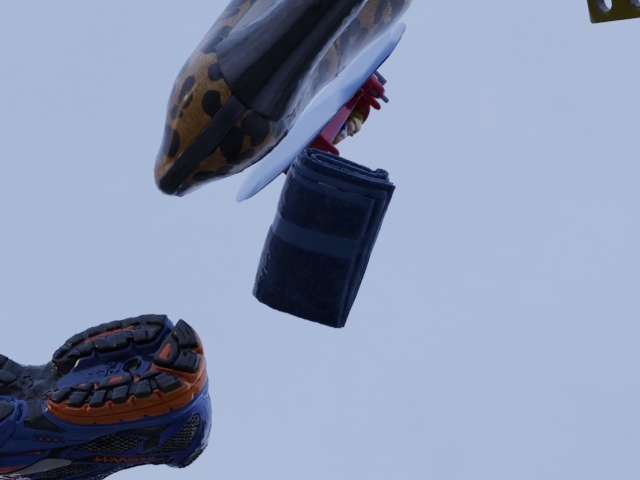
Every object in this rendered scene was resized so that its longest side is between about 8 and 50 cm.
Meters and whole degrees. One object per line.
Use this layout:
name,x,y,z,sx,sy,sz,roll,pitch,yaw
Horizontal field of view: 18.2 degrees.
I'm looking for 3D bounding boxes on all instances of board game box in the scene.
board game box,0.011,-0.078,1.373,0.033,0.133,0.168,43,-95,-10

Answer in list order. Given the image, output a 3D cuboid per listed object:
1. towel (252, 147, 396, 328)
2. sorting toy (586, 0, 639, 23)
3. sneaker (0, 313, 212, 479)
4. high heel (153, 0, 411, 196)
towel,0.000,0.000,1.255,0.067,0.029,0.119,17,-53,-3
sorting toy,0.211,-0.203,0.955,0.274,0.046,0.132,-39,-107,50
sneaker,-0.160,0.108,1.089,0.221,0.083,0.087,-9,-50,14
high heel,-0.032,-0.111,1.186,0.093,0.261,0.186,42,-86,-5
